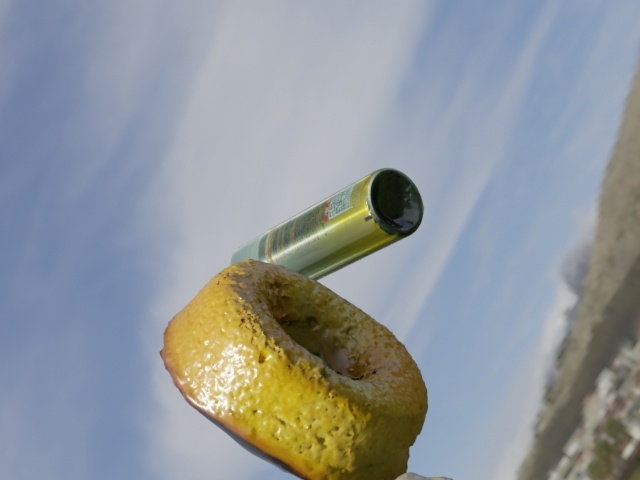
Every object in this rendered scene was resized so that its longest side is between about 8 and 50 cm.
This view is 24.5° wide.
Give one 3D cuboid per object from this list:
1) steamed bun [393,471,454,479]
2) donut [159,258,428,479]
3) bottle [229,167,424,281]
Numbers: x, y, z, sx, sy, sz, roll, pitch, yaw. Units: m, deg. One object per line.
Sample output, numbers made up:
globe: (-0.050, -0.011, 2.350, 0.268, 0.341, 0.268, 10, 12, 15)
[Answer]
steamed bun: (0.138, 0.247, 0.797, 0.137, 0.295, 0.292, -22, -68, -19)
donut: (-0.017, 0.121, 1.298, 0.118, 0.253, 0.253, -52, -14, 18)
bottle: (0.000, 0.000, 1.694, 0.286, 0.082, 0.082, -27, 13, 50)
